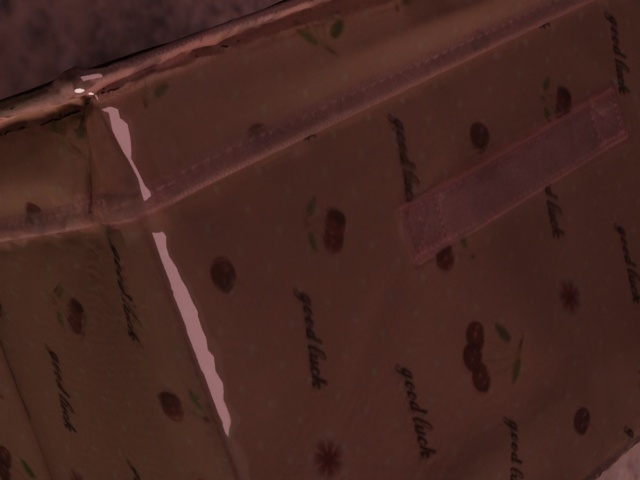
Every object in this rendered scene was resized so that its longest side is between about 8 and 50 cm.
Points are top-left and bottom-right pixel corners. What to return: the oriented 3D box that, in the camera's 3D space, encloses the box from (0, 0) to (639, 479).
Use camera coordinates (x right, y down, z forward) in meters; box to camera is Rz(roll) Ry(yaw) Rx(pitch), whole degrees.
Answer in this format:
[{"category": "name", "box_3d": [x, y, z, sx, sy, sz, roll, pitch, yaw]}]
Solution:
[{"category": "box", "box_3d": [0.000, 0.000, 0.529, 0.297, 0.225, 0.190, -27, 104, -38]}]
